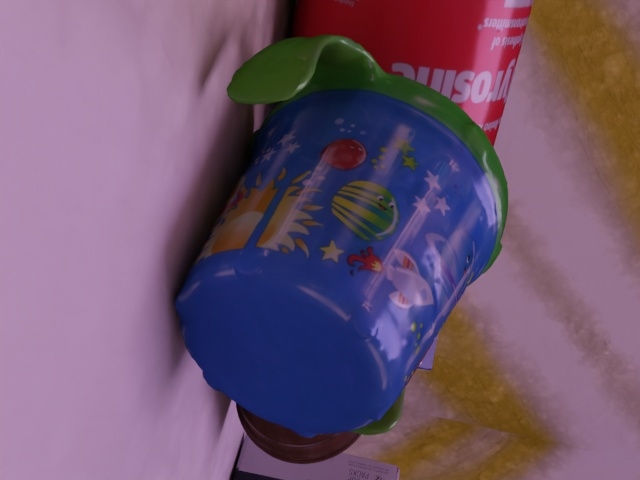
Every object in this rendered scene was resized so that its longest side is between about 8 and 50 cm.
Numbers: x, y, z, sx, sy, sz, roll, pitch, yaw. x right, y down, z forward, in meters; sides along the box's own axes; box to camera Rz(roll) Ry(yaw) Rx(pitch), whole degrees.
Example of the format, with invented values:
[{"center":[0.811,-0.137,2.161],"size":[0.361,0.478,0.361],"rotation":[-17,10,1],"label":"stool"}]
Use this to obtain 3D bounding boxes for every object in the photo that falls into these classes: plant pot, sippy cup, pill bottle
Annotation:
[{"center":[-0.027,0.138,0.766],"size":[0.165,0.167,0.166],"rotation":[78,22,-58],"label":"plant pot"},{"center":[0.010,0.018,0.553],"size":[0.240,0.305,0.224],"rotation":[-36,-165,42],"label":"sippy cup"},{"center":[0.074,-0.142,0.740],"size":[0.229,0.229,0.407],"rotation":[-69,170,-63],"label":"pill bottle"}]

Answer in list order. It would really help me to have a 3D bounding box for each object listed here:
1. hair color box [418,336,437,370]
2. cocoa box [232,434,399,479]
[{"center":[0.140,0.271,1.948],"size":[0.347,0.174,0.105],"rotation":[2,-102,57],"label":"hair color box"},{"center":[-0.031,0.486,1.046],"size":[0.347,0.232,0.227],"rotation":[97,7,-47],"label":"cocoa box"}]
